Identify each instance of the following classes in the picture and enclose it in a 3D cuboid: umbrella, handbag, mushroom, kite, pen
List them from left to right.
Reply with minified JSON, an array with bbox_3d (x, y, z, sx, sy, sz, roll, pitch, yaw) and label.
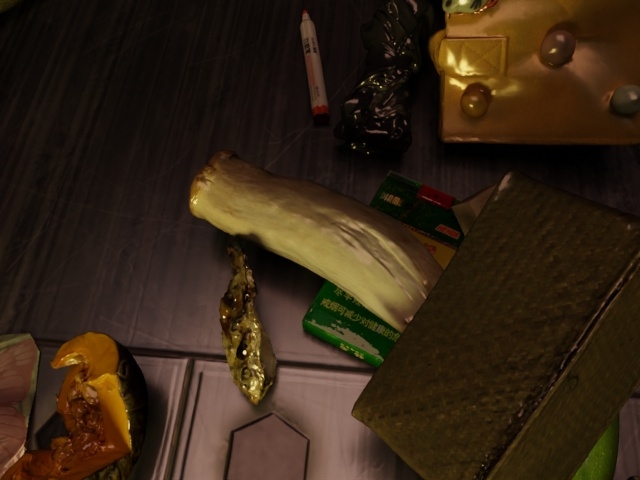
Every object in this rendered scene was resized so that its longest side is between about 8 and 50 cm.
[{"bbox_3d":[-0.381,0.264,0.615,0.204,0.022,0.360,-17,59,-8],"label":"kite"},{"bbox_3d":[-0.011,-0.262,0.878,0.026,0.026,0.218,-6,62,-2],"label":"pen"},{"bbox_3d":[0.000,0.000,0.662,0.351,0.095,0.122,29,42,23],"label":"mushroom"},{"bbox_3d":[0.093,-0.244,0.816,0.110,0.122,0.272,3,69,28],"label":"umbrella"},{"bbox_3d":[0.274,-0.306,0.708,0.283,0.401,0.133,4,23,11],"label":"handbag"}]

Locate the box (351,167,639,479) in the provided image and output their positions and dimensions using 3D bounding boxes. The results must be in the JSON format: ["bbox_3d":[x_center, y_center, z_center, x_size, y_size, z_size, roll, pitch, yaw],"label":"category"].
[{"bbox_3d":[0.185,0.098,0.533,0.143,0.184,0.273,34,90,44],"label":"box"}]

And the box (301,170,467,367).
[{"bbox_3d":[0.090,0.033,0.716,0.132,0.034,0.235,24,65,14],"label":"box"}]

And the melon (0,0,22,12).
[{"bbox_3d":[-0.499,-0.418,0.932,0.099,0.099,0.162,31,70,16],"label":"melon"}]

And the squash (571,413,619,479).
[{"bbox_3d":[0.268,0.134,0.633,0.082,0.082,0.293,4,62,3],"label":"squash"}]

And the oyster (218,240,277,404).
[{"bbox_3d":[-0.083,0.089,0.657,0.056,0.105,0.177,-10,86,-14],"label":"oyster"}]

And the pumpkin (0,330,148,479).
[{"bbox_3d":[-0.231,0.194,0.596,0.119,0.108,0.184,-2,56,35],"label":"pumpkin"}]

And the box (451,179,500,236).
[{"bbox_3d":[0.209,-0.025,0.716,0.083,0.035,0.079,-28,94,-30],"label":"box"}]

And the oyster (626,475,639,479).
[{"bbox_3d":[0.292,0.303,0.521,0.337,0.198,0.133,-26,20,-1],"label":"oyster"}]
